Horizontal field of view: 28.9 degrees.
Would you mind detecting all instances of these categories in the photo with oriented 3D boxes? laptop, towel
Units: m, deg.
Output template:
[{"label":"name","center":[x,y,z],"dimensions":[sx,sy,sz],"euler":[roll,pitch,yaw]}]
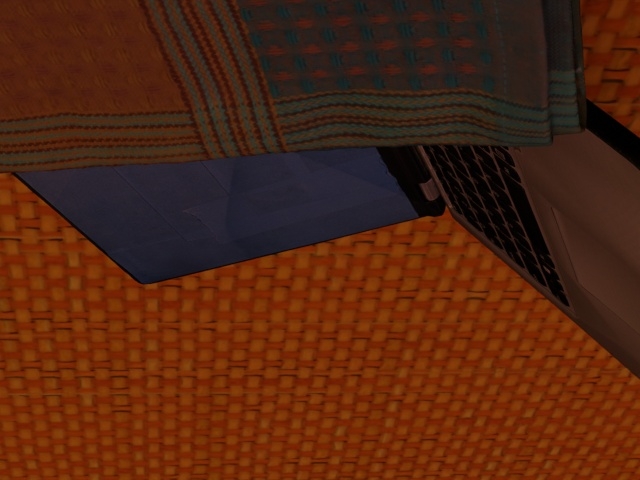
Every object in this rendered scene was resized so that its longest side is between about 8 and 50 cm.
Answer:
[{"label":"laptop","center":[0.000,0.000,0.776],"dimensions":[0.236,0.408,0.382],"euler":[-44,149,-3]},{"label":"towel","center":[-0.090,-0.106,0.464],"dimensions":[0.370,0.040,0.271],"euler":[-4,148,12]}]
